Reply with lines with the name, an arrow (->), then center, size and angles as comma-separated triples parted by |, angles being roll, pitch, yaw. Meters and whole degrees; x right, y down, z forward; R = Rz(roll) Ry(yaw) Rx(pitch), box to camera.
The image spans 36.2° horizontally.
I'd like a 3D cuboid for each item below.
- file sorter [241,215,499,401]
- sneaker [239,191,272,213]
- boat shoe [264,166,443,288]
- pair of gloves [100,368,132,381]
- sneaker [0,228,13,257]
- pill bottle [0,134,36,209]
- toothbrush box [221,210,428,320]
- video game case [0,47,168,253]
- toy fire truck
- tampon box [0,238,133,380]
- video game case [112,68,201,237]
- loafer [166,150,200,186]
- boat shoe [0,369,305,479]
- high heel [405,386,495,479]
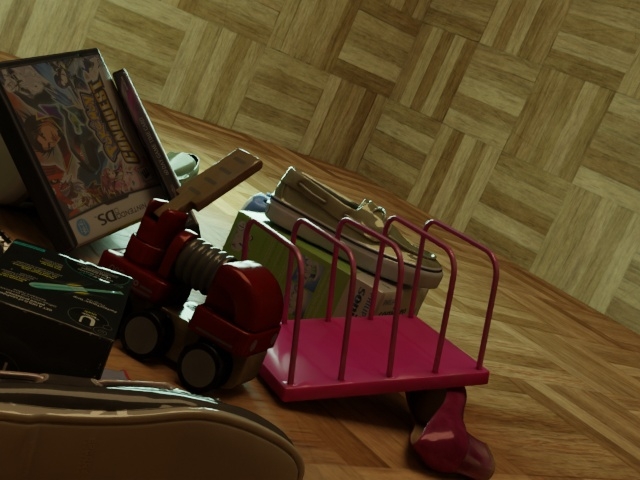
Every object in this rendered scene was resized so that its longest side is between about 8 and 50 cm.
file sorter -> 0.056, 0.073, 1.268 | 0.291, 0.182, 0.202 | -1, 18, -26
sneaker -> -0.001, 0.000, 1.972 | 0.316, 0.127, 0.182 | 3, 26, -47
boat shoe -> 0.060, -0.018, 1.537 | 0.302, 0.094, 0.109 | 24, 11, 2
pair of gloves -> -0.232, 0.143, 0.933 | 0.159, 0.023, 0.198 | 17, 13, -34
sneaker -> -0.409, -0.003, 1.220 | 0.109, 0.043, 0.040 | 25, 8, -6
pill bottle -> -0.402, -0.118, 1.524 | 0.153, 0.153, 0.265 | 30, 11, 29
toothbrush box -> 0.003, 0.066, 1.588 | 0.283, 0.122, 0.206 | 27, 11, 23
video game case -> -0.351, -0.139, 1.426 | 0.248, 0.035, 0.274 | -32, 100, -61
toy fire truck -> -0.128, 0.022, 1.149 | 0.217, 0.246, 0.158 | 27, 11, 18
tampon box -> -0.246, 0.083, 0.868 | 0.120, 0.101, 0.161 | 21, 13, -10
video game case -> -0.259, -0.121, 1.581 | 0.196, 0.026, 0.274 | 112, -47, -77
loafer -> -0.319, -0.150, 2.062 | 0.094, 0.087, 0.251 | 25, 10, 5
boat shoe -> -0.168, 0.152, 0.781 | 0.335, 0.112, 0.095 | 14, 19, -32
high heel -> 0.129, 0.211, 1.247 | 0.117, 0.082, 0.244 | 30, 19, -26
